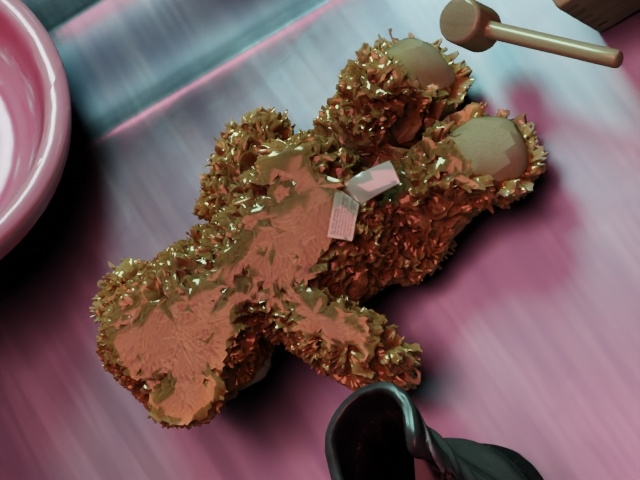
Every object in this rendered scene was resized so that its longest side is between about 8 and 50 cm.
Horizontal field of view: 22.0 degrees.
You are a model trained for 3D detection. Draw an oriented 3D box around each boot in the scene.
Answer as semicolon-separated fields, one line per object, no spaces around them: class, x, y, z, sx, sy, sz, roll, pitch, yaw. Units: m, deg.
boot;0.120;0.247;0.954;0.118;0.223;0.338;-41;64;8

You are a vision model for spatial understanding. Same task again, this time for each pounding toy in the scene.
pounding toy;0.183;-0.190;1.125;0.206;0.094;0.181;-31;70;24

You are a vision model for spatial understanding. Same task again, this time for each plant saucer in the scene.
plant saucer;-0.357;-0.078;1.271;0.332;0.084;0.332;2;60;-3

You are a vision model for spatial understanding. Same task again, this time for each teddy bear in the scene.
teddy bear;0.000;0.000;1.155;0.245;0.113;0.338;31;82;20
